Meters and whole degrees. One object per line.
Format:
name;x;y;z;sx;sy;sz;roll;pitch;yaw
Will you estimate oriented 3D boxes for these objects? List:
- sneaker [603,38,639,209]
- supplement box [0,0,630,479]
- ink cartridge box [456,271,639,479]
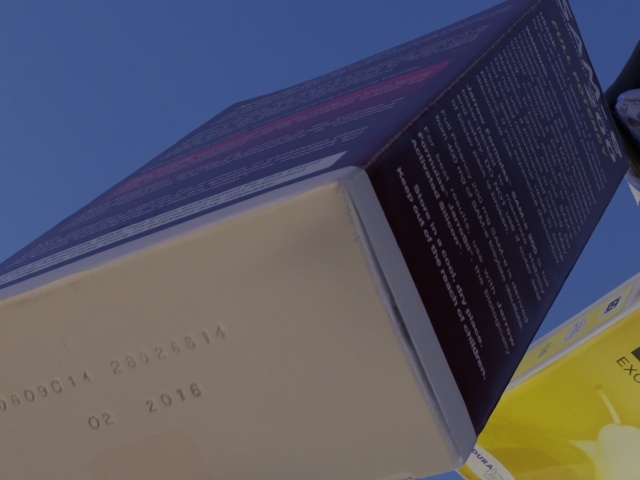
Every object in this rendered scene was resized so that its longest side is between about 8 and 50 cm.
sneaker;0.197;-0.001;0.855;0.127;0.182;0.316;-6;-102;26
supplement box;0.000;0.000;0.499;0.130;0.239;0.073;-19;-78;24
ink cartridge box;0.270;0.145;1.057;0.303;0.072;0.307;42;-42;-7
